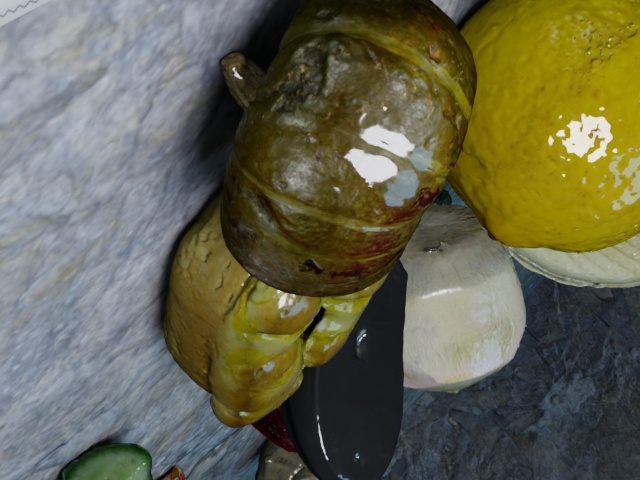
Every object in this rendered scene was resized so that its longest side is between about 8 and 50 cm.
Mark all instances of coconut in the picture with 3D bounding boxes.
[{"bbox_3d":[0.147,0.082,1.258,0.227,0.227,0.230,-34,123,-41],"label":"coconut"}]

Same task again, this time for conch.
[{"bbox_3d":[-0.025,0.368,1.685,0.210,0.159,0.291,-61,-160,15],"label":"conch"}]

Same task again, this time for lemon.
[{"bbox_3d":[0.241,-0.125,0.969,0.293,0.293,0.293,-44,164,-16],"label":"lemon"}]

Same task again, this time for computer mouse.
[{"bbox_3d":[0.017,0.124,1.043,0.137,0.270,0.086,16,161,-39],"label":"computer mouse"}]

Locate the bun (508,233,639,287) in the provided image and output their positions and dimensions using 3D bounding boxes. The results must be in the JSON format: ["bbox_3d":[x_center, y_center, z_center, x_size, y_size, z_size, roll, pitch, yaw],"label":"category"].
[{"bbox_3d":[0.376,-0.119,1.314,0.364,0.364,0.202,-57,-166,31],"label":"bun"}]

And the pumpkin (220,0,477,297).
[{"bbox_3d":[0.004,-0.072,0.658,0.219,0.162,0.219,-62,-172,15],"label":"pumpkin"}]

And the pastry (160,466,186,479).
[{"bbox_3d":[-0.220,0.357,1.274,0.169,0.063,0.087,-26,151,-52],"label":"pastry"}]

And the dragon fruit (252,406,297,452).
[{"bbox_3d":[-0.029,0.157,1.184,0.163,0.189,0.262,-10,156,-16],"label":"dragon fruit"}]

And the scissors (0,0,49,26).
[{"bbox_3d":[-0.161,-0.086,0.414,0.176,0.022,0.085,-34,157,-32],"label":"scissors"}]

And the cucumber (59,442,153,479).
[{"bbox_3d":[-0.228,0.261,1.016,0.116,0.062,0.115,-48,168,-29],"label":"cucumber"}]

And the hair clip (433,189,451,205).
[{"bbox_3d":[0.178,-0.002,1.471,0.066,0.036,0.229,-48,146,-15],"label":"hair clip"}]

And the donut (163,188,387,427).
[{"bbox_3d":[-0.034,0.038,0.868,0.208,0.128,0.261,-38,162,-37],"label":"donut"}]
